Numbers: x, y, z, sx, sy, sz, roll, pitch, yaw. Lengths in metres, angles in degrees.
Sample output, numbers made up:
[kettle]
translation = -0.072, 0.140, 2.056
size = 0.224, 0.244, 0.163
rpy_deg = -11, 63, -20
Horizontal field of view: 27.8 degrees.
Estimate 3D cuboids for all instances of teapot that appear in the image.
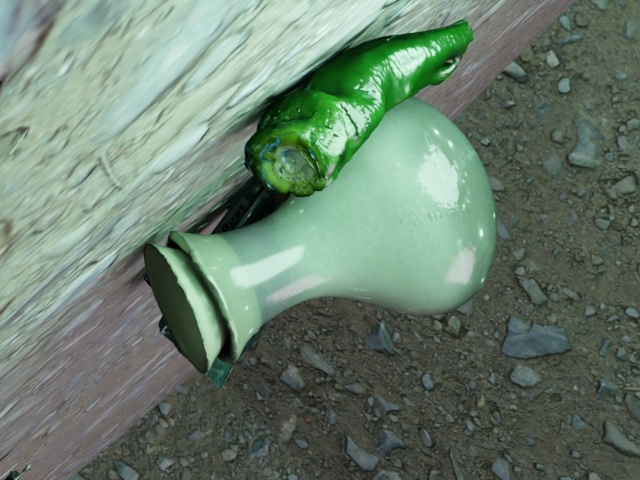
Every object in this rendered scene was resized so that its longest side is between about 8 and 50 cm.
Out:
[teapot]
translation = 0.000, 0.000, 0.973
size = 0.251, 0.183, 0.183
rpy_deg = -24, 172, -18

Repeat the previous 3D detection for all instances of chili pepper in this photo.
[chili pepper]
translation = 0.025, -0.099, 0.866
size = 0.098, 0.061, 0.224
rpy_deg = -19, -162, 41

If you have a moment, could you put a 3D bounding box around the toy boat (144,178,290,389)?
[toy boat]
translation = -0.056, -0.004, 1.092
size = 0.246, 0.103, 0.093
rpy_deg = -55, 165, -8

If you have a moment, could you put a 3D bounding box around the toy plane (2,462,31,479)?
[toy plane]
translation = -0.403, 0.324, 1.494
size = 0.234, 0.082, 0.160
rpy_deg = -21, -154, 53
